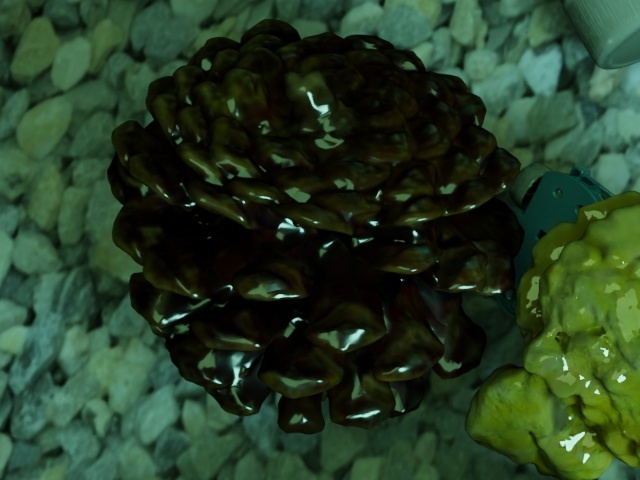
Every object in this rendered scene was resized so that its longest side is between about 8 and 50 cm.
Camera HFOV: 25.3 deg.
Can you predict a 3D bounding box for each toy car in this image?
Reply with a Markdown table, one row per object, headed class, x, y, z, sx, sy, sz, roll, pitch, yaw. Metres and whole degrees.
| class | x | y | z | sx | sy | sz | roll | pitch | yaw |
| --- | --- | --- | --- | --- | --- | --- | --- | --- | --- |
| toy car | 0.243 | 0.010 | 1.427 | 0.126 | 0.098 | 0.161 | 42 | 121 | 35 |

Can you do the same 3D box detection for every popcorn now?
| class | x | y | z | sx | sy | sz | roll | pitch | yaw |
| --- | --- | --- | --- | --- | --- | --- | --- | --- | --- |
| popcorn | 0.277 | 0.096 | 1.252 | 0.332 | 0.225 | 0.265 | -23 | 97 | 14 |

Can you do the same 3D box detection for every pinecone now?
| class | x | y | z | sx | sy | sz | roll | pitch | yaw |
| --- | --- | --- | --- | --- | --- | --- | --- | --- | --- |
| pinecone | 0.000 | 0.000 | 1.329 | 0.397 | 0.398 | 0.398 | -1 | 81 | 7 |

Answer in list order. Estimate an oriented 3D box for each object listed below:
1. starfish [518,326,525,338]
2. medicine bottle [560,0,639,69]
| class | x | y | z | sx | sy | sz | roll | pitch | yaw |
| --- | --- | --- | --- | --- | --- | --- | --- | --- | --- |
| starfish | 0.283 | 0.132 | 1.387 | 0.247 | 0.050 | 0.138 | -10 | 114 | 1 |
| medicine bottle | 0.274 | -0.357 | 1.409 | 0.208 | 0.208 | 0.340 | -27 | 79 | 3 |
